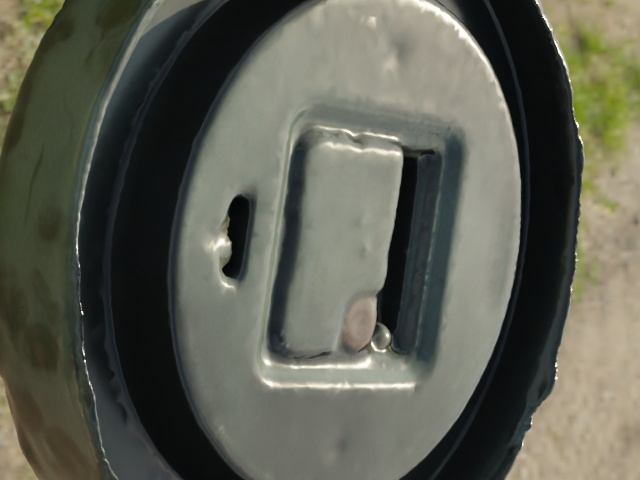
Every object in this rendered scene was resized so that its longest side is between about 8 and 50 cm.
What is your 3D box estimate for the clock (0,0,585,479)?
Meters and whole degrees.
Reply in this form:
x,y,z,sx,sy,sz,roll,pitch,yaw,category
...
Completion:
x,y,z,sx,sy,sz,roll,pitch,yaw,category
0.000,0.000,0.759,0.325,0.067,0.325,-12,106,-46,clock
